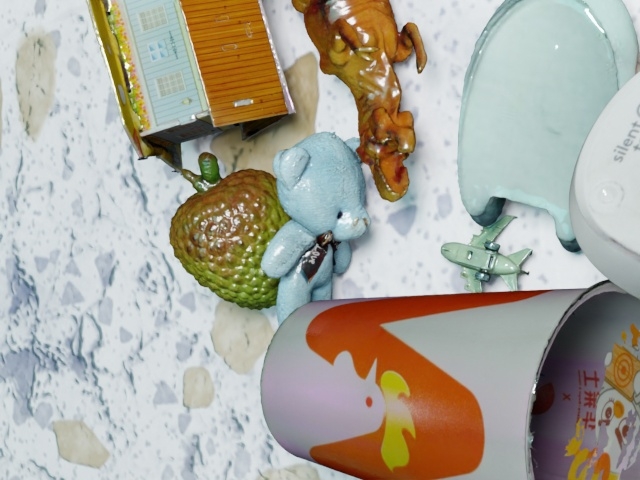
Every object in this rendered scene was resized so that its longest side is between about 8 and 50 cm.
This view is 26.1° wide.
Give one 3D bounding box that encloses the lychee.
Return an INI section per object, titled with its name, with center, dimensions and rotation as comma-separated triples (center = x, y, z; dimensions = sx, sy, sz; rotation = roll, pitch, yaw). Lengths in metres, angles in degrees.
[lychee]
center = -0.072, -0.009, 1.193
dimensions = 0.114, 0.114, 0.146
rotation = -27, 101, 36

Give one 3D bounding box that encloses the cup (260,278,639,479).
[cup]
center = 0.099, 0.120, 1.029
dimensions = 0.288, 0.203, 0.203
rotation = 3, 95, 46

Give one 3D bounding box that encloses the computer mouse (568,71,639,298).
[computer mouse]
center = 0.310, -0.012, 0.879
dimensions = 0.297, 0.121, 0.184
rotation = 21, 80, 38

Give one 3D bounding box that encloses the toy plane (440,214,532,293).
[toy plane]
center = 0.126, 0.015, 1.087
dimensions = 0.083, 0.033, 0.080
rotation = 16, 92, 37

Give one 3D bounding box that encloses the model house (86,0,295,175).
[model house]
center = -0.105, -0.183, 1.198
dimensions = 0.136, 0.207, 0.219
rotation = -15, 86, 9

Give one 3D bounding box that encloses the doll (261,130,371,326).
[doll]
center = 0.004, 0.000, 1.136
dimensions = 0.075, 0.120, 0.179
rotation = 5, 101, 30

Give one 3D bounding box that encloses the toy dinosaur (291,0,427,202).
[toy dinosaur]
center = 0.013, -0.243, 1.127
dimensions = 0.208, 0.097, 0.432
rotation = -53, 52, 45

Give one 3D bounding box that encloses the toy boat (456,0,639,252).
[toy boat]
center = 0.174, -0.099, 1.027
dimensions = 0.134, 0.079, 0.207
rotation = 17, 113, 31
